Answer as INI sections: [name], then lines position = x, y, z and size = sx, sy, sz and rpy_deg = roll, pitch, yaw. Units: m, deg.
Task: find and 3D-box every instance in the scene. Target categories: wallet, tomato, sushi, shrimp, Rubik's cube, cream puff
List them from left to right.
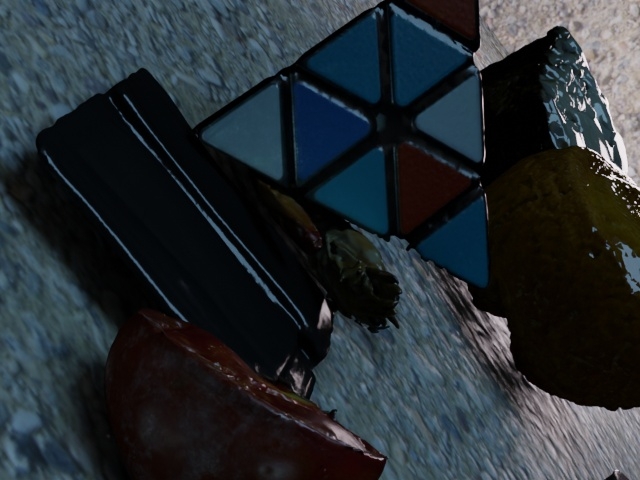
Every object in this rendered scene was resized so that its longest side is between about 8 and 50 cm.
[wallet]
position = -0.076, 0.001, 1.047
size = 0.247, 0.041, 0.323
rpy_deg = 53, 13, -8
[tomato]
position = -0.053, 0.109, 0.826
size = 0.159, 0.091, 0.139
rpy_deg = 34, 1, 28
[shrimp]
position = 0.003, -0.002, 1.179
size = 0.133, 0.053, 0.236
rpy_deg = 51, 3, -29
[Rubik's cube]
position = 0.006, -0.115, 1.204
size = 0.234, 0.250, 0.284
rpy_deg = -7, 41, -42
[sushi]
position = 0.249, -0.107, 1.866
size = 0.234, 0.207, 0.348
rpy_deg = 64, 21, -7
[cream puff]
position = 0.275, 0.049, 1.598
size = 0.303, 0.212, 0.303
rpy_deg = 33, 28, -20

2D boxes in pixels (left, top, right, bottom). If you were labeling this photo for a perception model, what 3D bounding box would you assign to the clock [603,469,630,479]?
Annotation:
[clock]
position = 0.384, 0.383, 1.526
size = 0.273, 0.049, 0.279
rpy_deg = 45, 19, -25
